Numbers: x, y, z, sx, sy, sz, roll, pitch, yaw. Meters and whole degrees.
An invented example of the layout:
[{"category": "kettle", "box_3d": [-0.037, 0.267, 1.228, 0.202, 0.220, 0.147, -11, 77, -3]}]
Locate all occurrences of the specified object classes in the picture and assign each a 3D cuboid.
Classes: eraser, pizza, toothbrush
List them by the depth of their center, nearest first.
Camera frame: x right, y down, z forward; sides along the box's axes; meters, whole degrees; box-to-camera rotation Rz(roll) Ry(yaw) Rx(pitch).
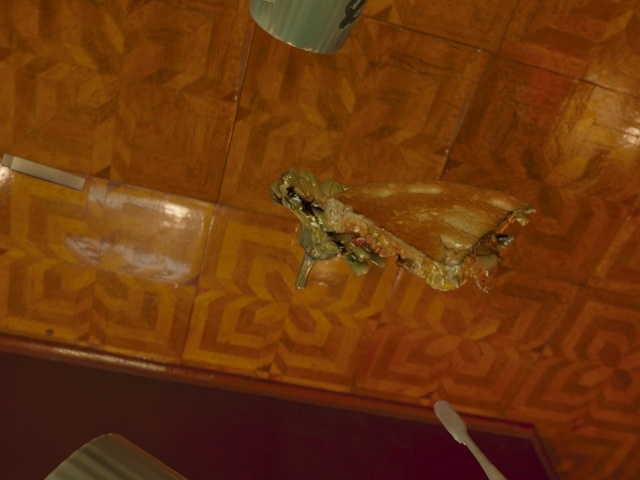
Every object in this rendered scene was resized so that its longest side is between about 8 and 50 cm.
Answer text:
[{"category": "toothbrush", "box_3d": [0.201, 0.271, 0.571, 0.024, 0.354, 0.029, -31, 118, -4]}, {"category": "pizza", "box_3d": [0.153, -0.003, 0.800, 0.290, 0.228, 0.081, 0, 124, -5]}, {"category": "eraser", "box_3d": [-0.438, -0.108, 0.932, 0.104, 0.150, 0.023, 18, 89, -34]}]

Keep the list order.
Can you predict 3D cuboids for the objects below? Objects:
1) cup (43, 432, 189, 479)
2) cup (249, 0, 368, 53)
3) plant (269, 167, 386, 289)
[{"category": "cup", "box_3d": [-0.175, 0.388, 0.672, 0.311, 0.331, 0.256, 31, 108, 8]}, {"category": "cup", "box_3d": [-0.027, -0.689, 1.374, 0.401, 0.310, 0.392, 16, 130, -16]}, {"category": "plant", "box_3d": [-0.012, -0.035, 1.303, 0.297, 0.305, 0.261, -32, 125, 23]}]
